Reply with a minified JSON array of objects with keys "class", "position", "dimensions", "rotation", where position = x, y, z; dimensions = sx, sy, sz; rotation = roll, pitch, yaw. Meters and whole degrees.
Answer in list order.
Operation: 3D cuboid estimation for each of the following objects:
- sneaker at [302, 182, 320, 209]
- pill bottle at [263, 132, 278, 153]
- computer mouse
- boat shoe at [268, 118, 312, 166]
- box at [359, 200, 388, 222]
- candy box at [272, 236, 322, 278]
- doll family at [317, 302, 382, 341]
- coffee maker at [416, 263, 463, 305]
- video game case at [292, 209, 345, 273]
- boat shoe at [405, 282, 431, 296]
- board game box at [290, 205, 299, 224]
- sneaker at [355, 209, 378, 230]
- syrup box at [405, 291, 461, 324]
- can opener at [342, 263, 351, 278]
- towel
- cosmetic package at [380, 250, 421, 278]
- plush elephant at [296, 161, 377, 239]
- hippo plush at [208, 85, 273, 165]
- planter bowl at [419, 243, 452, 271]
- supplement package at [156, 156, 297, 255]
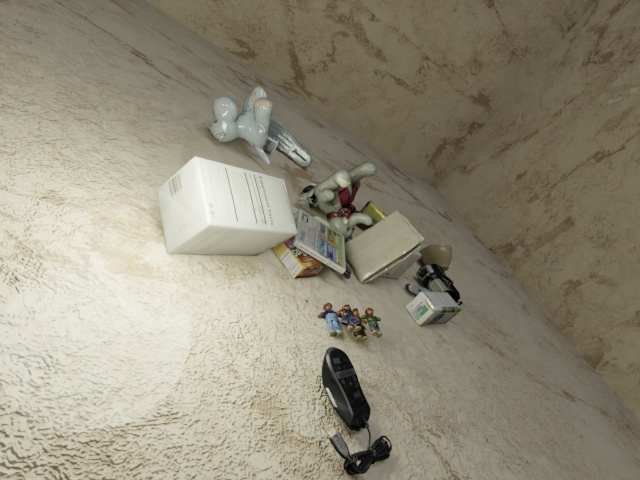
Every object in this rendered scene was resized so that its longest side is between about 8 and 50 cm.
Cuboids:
[{"class":"sneaker","position":[0.010,-0.156,1.721],"dimensions":[0.234,0.078,0.106],"rotation":[40,26,11]},{"class":"pill bottle","position":[-0.268,-0.466,1.856],"dimensions":[0.137,0.078,0.078],"rotation":[27,26,-26]},{"class":"computer mouse","position":[0.043,0.368,0.872],"dimensions":[0.184,0.060,0.262],"rotation":[6,52,-58]},{"class":"boat shoe","position":[-0.165,-0.484,2.033],"dimensions":[0.302,0.109,0.094],"rotation":[45,8,-8]},{"class":"box","position":[0.302,-0.091,2.007],"dimensions":[0.232,0.087,0.058],"rotation":[43,24,11]},{"class":"candy box","position":[-0.087,0.034,1.274],"dimensions":[0.109,0.053,0.187],"rotation":[2,45,-55]},{"class":"doll family","position":[0.085,0.226,1.158],"dimensions":[0.192,0.076,0.111],"rotation":[21,34,-29]},{"class":"coffee maker","position":[0.528,0.206,1.801],"dimensions":[0.171,0.120,0.178],"rotation":[49,12,-45]},{"class":"video game case","position":[0.000,0.000,1.351],"dimensions":[0.193,0.023,0.212],"rotation":[31,27,-16]},{"class":"boat shoe","position":[0.412,0.215,1.679],"dimensions":[0.142,0.049,0.040],"rotation":[33,-14,-25]},{"class":"board game box","position":[-0.138,-0.101,1.467],"dimensions":[0.154,0.026,0.104],"rotation":[20,30,-37]},{"class":"sneaker","position":[0.215,-0.087,1.912],"dimensions":[0.192,0.064,0.086],"rotation":[33,17,-14]},{"class":"syrup box","position":[0.445,0.264,1.577],"dimensions":[0.236,0.093,0.096],"rotation":[9,38,-49]},{"class":"can opener","position":[0.044,0.063,1.417],"dimensions":[0.186,0.073,0.059],"rotation":[47,-17,20]},{"class":"towel","position":[0.230,0.020,1.513],"dimensions":[0.187,0.282,0.049],"rotation":[58,0,38]},{"class":"cosmetic package","position":[0.278,0.048,1.647],"dimensions":[0.183,0.151,0.152],"rotation":[12,36,-45]},{"class":"plush elephant","position":[0.083,-0.118,1.563],"dimensions":[0.271,0.329,0.256],"rotation":[-29,93,-59]},{"class":"hippo plush","position":[-0.342,-0.487,1.668],"dimensions":[0.236,0.295,0.234],"rotation":[-5,31,-23]},{"class":"planter bowl","position":[0.584,0.098,2.018],"dimensions":[0.162,0.162,0.109],"rotation":[17,58,-40]},{"class":"supplement package","position":[-0.233,-0.072,1.038],"dimensions":[0.292,0.177,0.176],"rotation":[6,63,-52]}]
